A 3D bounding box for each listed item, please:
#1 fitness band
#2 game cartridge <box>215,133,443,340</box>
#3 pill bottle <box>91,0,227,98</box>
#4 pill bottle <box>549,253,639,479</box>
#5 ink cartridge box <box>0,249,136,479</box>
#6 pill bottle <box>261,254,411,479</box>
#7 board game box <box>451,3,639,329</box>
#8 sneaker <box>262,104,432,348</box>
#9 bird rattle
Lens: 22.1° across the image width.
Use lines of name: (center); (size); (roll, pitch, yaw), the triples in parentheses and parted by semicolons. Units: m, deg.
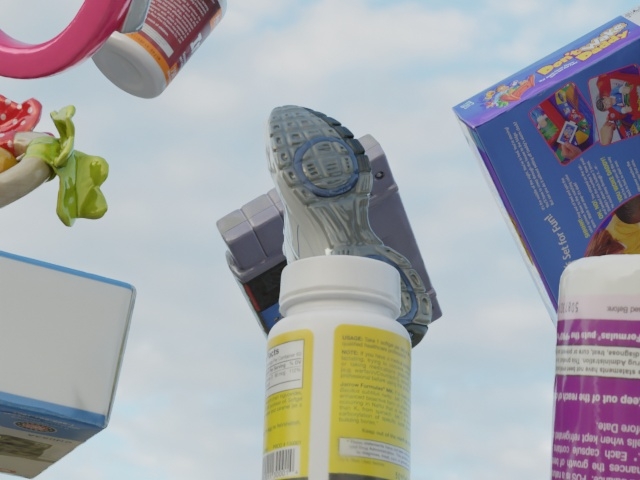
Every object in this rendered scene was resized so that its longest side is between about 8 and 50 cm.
fitness band: (-0.209, -0.263, 1.232); (0.209, 0.291, 0.054); (27, 21, 20)
game cartridge: (0.018, 0.044, 2.076); (0.230, 0.068, 0.355); (-34, -39, -8)
pill bottle: (-0.143, -0.213, 1.541); (0.086, 0.152, 0.086); (29, -24, 15)
pill bottle: (0.228, 0.165, 1.032); (0.169, 0.302, 0.169); (4, -6, 0)
ink cartridge box: (-0.312, 0.107, 1.417); (0.223, 0.129, 0.307); (14, -20, -17)
pill bottle: (0.014, 0.125, 1.317); (0.119, 0.209, 0.119); (2, -20, 1)
board game box: (0.316, -0.040, 1.720); (0.233, 0.078, 0.347); (-28, -66, -2)
sneaker: (0.000, 0.000, 1.624); (0.111, 0.297, 0.129); (-4, -29, -32)
bird rattle: (-0.383, -0.099, 1.980); (0.253, 0.207, 0.143); (22, -46, 43)
